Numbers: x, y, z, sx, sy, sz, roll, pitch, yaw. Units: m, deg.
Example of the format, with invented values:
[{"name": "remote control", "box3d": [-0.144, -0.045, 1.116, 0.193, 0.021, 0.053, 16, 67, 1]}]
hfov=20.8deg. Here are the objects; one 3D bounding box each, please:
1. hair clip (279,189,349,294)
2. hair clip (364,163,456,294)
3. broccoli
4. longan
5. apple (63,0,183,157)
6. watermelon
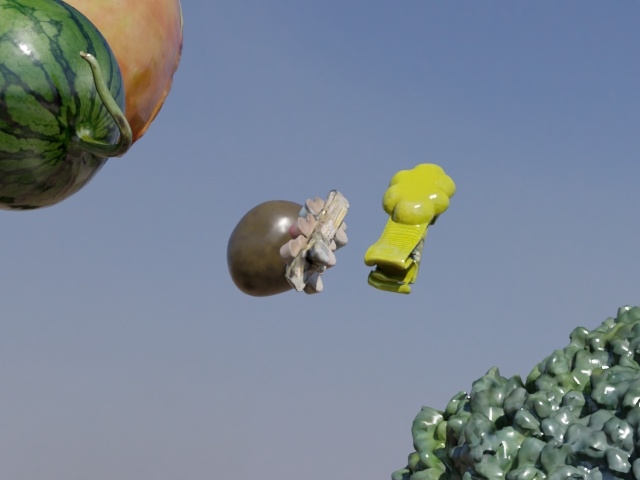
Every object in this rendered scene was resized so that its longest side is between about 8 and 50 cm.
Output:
[{"name": "hair clip", "box3d": [-0.005, 0.004, 1.640, 0.056, 0.062, 0.214, -37, 10, 14]}, {"name": "hair clip", "box3d": [0.087, -0.021, 1.756, 0.072, 0.173, 0.046, 9, -46, 19]}, {"name": "broccoli", "box3d": [0.198, 0.192, 0.992, 0.293, 0.348, 0.281, 3, -50, 35]}, {"name": "longan", "box3d": [-0.047, 0.011, 1.783, 0.092, 0.113, 0.113, 41, 0, 15]}, {"name": "apple", "box3d": [-0.282, -0.243, 1.555, 0.252, 0.314, 0.309, -14, -31, 19]}, {"name": "watermelon", "box3d": [-0.181, -0.081, 1.061, 0.187, 0.140, 0.141, 31, 10, 38]}]
